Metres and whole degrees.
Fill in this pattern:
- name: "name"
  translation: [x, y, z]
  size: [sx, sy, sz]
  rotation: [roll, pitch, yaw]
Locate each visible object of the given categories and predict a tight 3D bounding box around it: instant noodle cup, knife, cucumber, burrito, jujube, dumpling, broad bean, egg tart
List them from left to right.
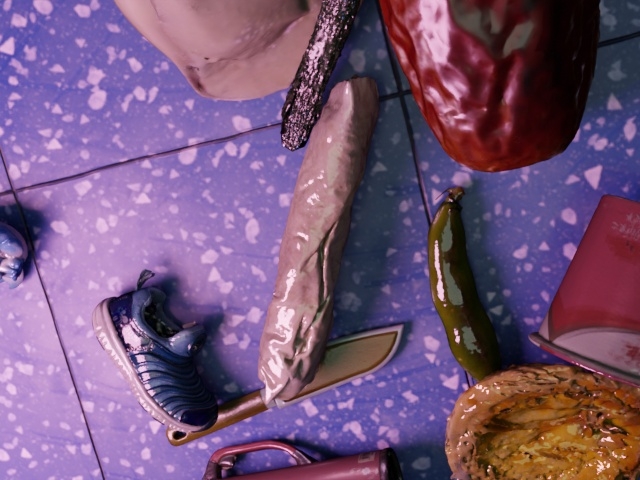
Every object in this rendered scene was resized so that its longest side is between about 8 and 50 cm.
- name: "dumpling"
  translation: [-0.081, -0.324, 0.994]
  size: [0.316, 0.233, 0.395]
  rotation: [-13, 124, 4]
- name: "knife"
  translation: [-0.049, 0.179, 1.193]
  size: [0.343, 0.027, 0.061]
  rotation: [-23, 94, 12]
- name: "burrito"
  translation: [0.000, 0.000, 1.102]
  size: [0.076, 0.117, 0.392]
  rotation: [17, 105, 16]
- name: "cucumber"
  translation: [0.003, -0.208, 1.041]
  size: [0.044, 0.043, 0.256]
  rotation: [22, 128, -2]
- name: "broad bean"
  translation: [0.164, 0.065, 1.128]
  size: [0.065, 0.046, 0.254]
  rotation: [-14, 99, -2]
- name: "jujube"
  translation: [0.176, -0.235, 0.990]
  size: [0.223, 0.223, 0.317]
  rotation: [-10, 108, 10]
- name: "egg tart"
  translation: [0.263, 0.213, 1.102]
  size: [0.252, 0.098, 0.231]
  rotation: [-17, 122, 19]
- name: "instant noodle cup"
  translation: [0.361, 0.061, 1.019]
  size: [0.235, 0.235, 0.178]
  rotation: [17, 94, 4]

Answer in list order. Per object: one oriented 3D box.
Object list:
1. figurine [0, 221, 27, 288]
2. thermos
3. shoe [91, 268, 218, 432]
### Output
- name: "figurine"
  translation: [-0.416, 0.011, 1.183]
  size: [0.114, 0.114, 0.079]
  rotation: [14, 59, 9]
- name: "thermos"
  translation: [-0.066, 0.327, 1.185]
  size: [0.330, 0.109, 0.136]
  rotation: [-13, 100, 11]
- name: "shoe"
  translation: [-0.187, 0.140, 1.169]
  size: [0.106, 0.091, 0.207]
  rotation: [-34, 90, 16]
